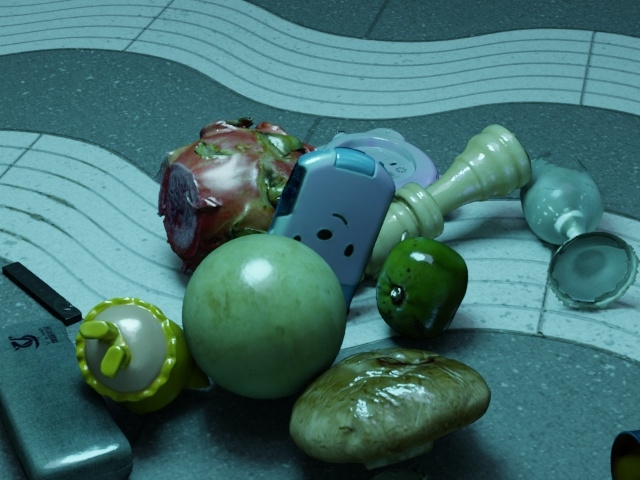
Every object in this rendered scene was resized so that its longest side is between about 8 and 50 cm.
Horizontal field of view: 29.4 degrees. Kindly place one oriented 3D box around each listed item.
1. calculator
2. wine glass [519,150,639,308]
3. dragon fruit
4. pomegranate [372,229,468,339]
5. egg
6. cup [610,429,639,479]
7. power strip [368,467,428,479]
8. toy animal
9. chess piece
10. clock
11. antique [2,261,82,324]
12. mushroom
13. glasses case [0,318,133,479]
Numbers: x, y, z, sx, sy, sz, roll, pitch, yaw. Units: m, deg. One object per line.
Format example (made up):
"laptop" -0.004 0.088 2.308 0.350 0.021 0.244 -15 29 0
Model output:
"calculator" 0.000 0.000 1.787 0.173 0.293 0.051 11 21 -26
"wine glass" 0.403 -0.028 1.968 0.143 0.143 0.321 -2 31 -4
"dragon fruit" -0.094 -0.057 1.916 0.291 0.250 0.269 -3 35 -32
"pomegranate" 0.142 0.056 1.818 0.131 0.152 0.191 17 23 -17
"egg" -0.070 0.106 1.645 0.218 0.295 0.218 -2 77 10
"cup" 0.448 0.300 1.502 0.138 0.150 0.113 -6 -1 -13
"power strip" 0.027 0.353 1.446 0.080 0.048 0.286 30 43 35
"toy animal" -0.242 0.148 1.614 0.156 0.156 0.230 10 -4 15
"chess piece" 0.154 -0.043 1.955 0.397 0.117 0.117 -32 42 -16
"clock" 0.098 -0.102 2.121 0.227 0.090 0.248 -20 40 -28
"antique" -0.434 0.080 1.895 0.031 0.015 0.192 -26 41 -35
"mushroom" 0.090 0.208 1.552 0.278 0.146 0.278 -14 1 0
"glasses case" -0.360 0.220 1.624 0.131 0.074 0.323 -14 35 -23
